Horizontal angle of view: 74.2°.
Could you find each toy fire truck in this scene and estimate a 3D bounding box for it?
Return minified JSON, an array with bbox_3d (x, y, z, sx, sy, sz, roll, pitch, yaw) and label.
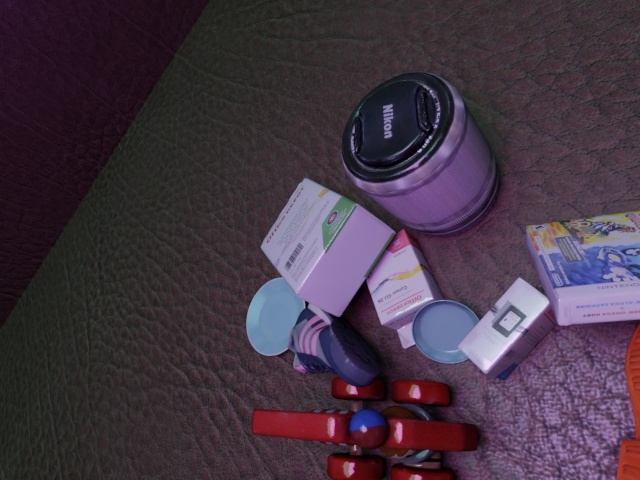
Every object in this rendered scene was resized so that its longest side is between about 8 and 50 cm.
[{"bbox_3d":[0.074,0.303,0.671,0.302,0.253,0.170,-11,65,35],"label":"toy fire truck"}]

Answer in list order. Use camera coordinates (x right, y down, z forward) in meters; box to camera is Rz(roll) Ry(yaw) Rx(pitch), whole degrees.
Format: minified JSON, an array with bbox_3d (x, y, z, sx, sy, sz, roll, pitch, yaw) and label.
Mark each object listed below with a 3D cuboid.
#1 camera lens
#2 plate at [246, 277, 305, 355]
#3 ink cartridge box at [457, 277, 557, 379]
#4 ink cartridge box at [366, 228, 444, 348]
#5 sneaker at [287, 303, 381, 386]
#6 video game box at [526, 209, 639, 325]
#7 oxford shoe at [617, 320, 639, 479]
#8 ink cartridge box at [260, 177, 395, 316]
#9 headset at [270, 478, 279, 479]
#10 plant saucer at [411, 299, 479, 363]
[{"bbox_3d":[0.186,-0.144,0.766,0.219,0.274,0.220,-16,61,33],"label":"camera lens"},{"bbox_3d":[-0.104,0.183,1.019,0.188,0.024,0.188,-17,60,32],"label":"plate"},{"bbox_3d":[0.311,0.128,0.662,0.180,0.104,0.060,-51,48,8],"label":"ink cartridge box"},{"bbox_3d":[0.161,0.094,0.819,0.115,0.067,0.198,-33,54,23],"label":"ink cartridge box"},{"bbox_3d":[0.012,0.215,0.790,0.131,0.112,0.319,-54,13,-1],"label":"sneaker"},{"bbox_3d":[0.398,0.029,0.573,0.186,0.048,0.205,-7,27,17],"label":"video game box"},{"bbox_3d":[0.474,0.199,0.517,0.132,0.130,0.364,24,74,3],"label":"oxford shoe"},{"bbox_3d":[0.000,0.000,0.902,0.201,0.117,0.278,-57,28,3],"label":"ink cartridge box"},{"bbox_3d":[0.012,0.541,0.662,0.394,0.185,0.244,30,90,31],"label":"headset"},{"bbox_3d":[0.221,0.157,0.743,0.119,0.021,0.120,5,105,17],"label":"plant saucer"}]
